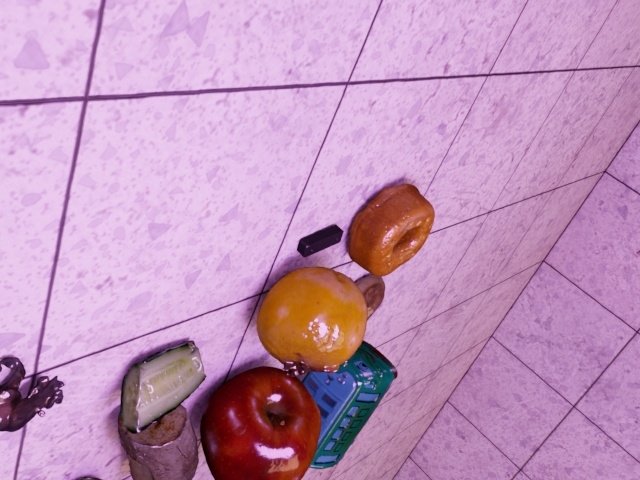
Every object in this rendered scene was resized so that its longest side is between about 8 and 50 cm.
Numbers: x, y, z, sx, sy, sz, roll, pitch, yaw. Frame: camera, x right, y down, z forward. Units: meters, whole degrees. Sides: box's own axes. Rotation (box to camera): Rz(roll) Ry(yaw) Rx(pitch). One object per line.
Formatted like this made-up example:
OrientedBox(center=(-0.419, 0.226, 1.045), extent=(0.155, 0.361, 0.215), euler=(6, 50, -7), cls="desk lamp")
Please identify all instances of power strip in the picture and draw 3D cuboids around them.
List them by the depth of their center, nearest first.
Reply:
OrientedBox(center=(0.000, 0.000, 1.454), extent=(0.111, 0.029, 0.037), euler=(-22, 145, -37), cls="power strip")

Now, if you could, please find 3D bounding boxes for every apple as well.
OrientedBox(center=(-0.142, 0.444, 1.582), extent=(0.288, 0.288, 0.316), euler=(-29, 158, -34), cls="apple")

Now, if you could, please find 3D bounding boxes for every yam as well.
OrientedBox(center=(-0.329, 0.423, 1.412), extent=(0.154, 0.154, 0.254), euler=(-31, 145, -31), cls="yam")

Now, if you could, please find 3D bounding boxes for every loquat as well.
OrientedBox(center=(-0.018, 0.172, 1.438), extent=(0.244, 0.244, 0.243), euler=(-36, 151, -23), cls="loquat")

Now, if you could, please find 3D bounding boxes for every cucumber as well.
OrientedBox(center=(-0.309, 0.268, 1.303), extent=(0.086, 0.115, 0.193), euler=(-12, -169, 46), cls="cucumber")

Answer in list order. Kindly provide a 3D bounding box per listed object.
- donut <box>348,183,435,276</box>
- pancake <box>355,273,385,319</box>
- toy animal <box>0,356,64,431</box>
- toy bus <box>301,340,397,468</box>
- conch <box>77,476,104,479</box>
OrientedBox(center=(0.162, -0.024, 1.574), extent=(0.227, 0.114, 0.226), euler=(-34, 149, -24), cls="donut")
OrientedBox(center=(0.100, 0.188, 1.840), extent=(0.242, 0.050, 0.241), euler=(-36, 153, -22), cls="pancake")
OrientedBox(center=(-0.480, 0.253, 1.018), extent=(0.233, 0.084, 0.148), euler=(-15, 141, -53), cls="toy animal")
OrientedBox(center=(0.027, 0.435, 1.834), extent=(0.199, 0.184, 0.343), euler=(14, 110, -57), cls="toy bus")
OrientedBox(center=(-0.472, 0.579, 1.396), extent=(0.124, 0.187, 0.181), euler=(1, 178, -12), cls="conch")
